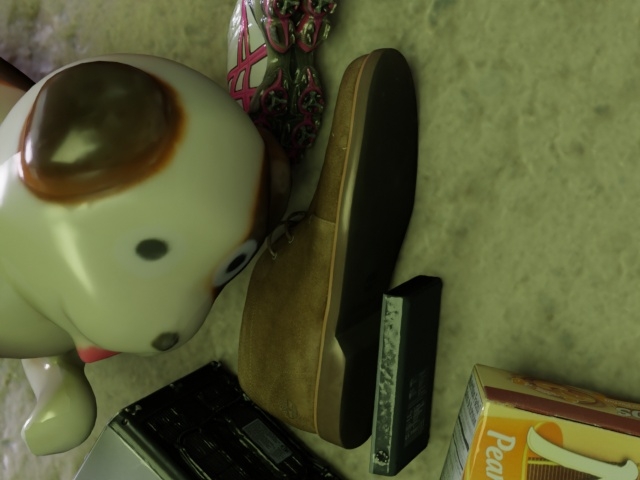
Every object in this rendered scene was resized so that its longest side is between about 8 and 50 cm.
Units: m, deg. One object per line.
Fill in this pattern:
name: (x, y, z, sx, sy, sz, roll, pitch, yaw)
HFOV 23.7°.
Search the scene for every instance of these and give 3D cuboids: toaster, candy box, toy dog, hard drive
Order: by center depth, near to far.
candy box: (0.159, 0.265, 1.102, 0.183, 0.087, 0.316, 14, 102, -5)
toy dog: (-0.219, -0.028, 1.137, 0.408, 0.284, 0.395, 4, 69, 34)
hard drive: (0.065, 0.099, 1.141, 0.022, 0.094, 0.135, 8, 100, 19)
toaster: (-0.081, 0.200, 1.176, 0.185, 0.168, 0.110, 43, 115, 10)

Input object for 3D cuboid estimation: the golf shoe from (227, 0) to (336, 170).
golf shoe: (-0.038, -0.133, 1.175, 0.086, 0.067, 0.186, 38, 122, 50)

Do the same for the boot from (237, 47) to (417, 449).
boot: (0.000, 0.000, 1.154, 0.115, 0.112, 0.305, 17, 105, 29)
